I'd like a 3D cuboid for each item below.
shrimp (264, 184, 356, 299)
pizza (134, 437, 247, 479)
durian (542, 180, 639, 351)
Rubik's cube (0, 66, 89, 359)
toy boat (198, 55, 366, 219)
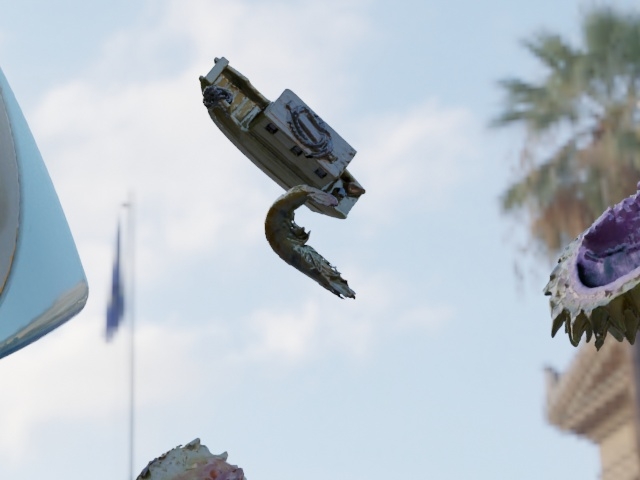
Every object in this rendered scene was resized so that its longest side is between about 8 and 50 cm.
[{"bbox_3d":[0.000,0.000,1.572,0.083,0.114,0.023,-53,-15,29],"label":"shrimp"},{"bbox_3d":[-0.199,0.374,1.318,0.130,0.440,0.406,30,11,10],"label":"pizza"},{"bbox_3d":[0.323,-0.010,1.348,0.341,0.191,0.112,-39,-67,11],"label":"durian"},{"bbox_3d":[-0.479,0.003,1.731,0.352,0.352,0.347,-26,2,24],"label":"Rubik's cube"},{"bbox_3d":[-0.036,-0.101,1.722,0.200,0.057,0.077,41,-37,-9],"label":"toy boat"}]
